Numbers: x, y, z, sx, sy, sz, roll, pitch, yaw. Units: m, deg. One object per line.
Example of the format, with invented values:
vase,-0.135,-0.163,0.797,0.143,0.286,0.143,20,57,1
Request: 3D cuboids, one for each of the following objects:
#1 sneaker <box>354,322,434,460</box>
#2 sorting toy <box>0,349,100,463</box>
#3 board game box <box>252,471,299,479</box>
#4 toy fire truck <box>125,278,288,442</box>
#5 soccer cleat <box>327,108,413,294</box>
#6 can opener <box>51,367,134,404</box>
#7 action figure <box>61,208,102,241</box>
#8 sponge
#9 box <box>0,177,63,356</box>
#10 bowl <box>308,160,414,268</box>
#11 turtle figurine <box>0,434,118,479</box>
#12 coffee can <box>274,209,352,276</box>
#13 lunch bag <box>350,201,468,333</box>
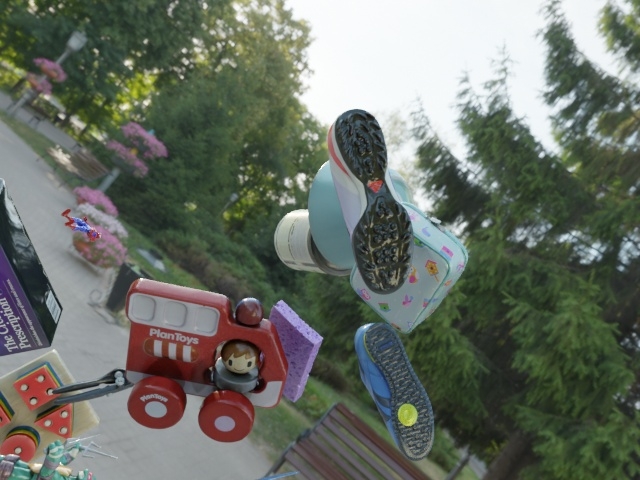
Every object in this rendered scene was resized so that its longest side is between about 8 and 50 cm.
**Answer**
sneaker,0.107,0.226,0.869,0.209,0.069,0.082,69,-24,12
sorting toy,-0.795,0.481,1.582,0.255,0.257,0.089,64,-12,-13
board game box,-0.112,0.371,0.831,0.169,0.133,0.033,8,62,-45
toy fire truck,-0.206,0.206,1.040,0.303,0.253,0.169,12,27,-5
soccer cleat,0.081,-0.064,0.997,0.116,0.109,0.317,168,-92,-78
can opener,-0.528,0.347,1.344,0.059,0.186,0.073,63,-34,20
action figure,-0.444,-0.024,1.079,0.038,0.030,0.115,57,-6,18
sponge,-0.067,0.230,1.166,0.117,0.031,0.210,38,-45,22
box,-0.533,0.055,0.861,0.103,0.185,0.261,-105,-173,-55
bowl,0.132,-0.077,1.505,0.163,0.311,0.311,0,-32,46
turtle figurine,-0.484,0.402,1.016,0.234,0.118,0.175,13,-28,-17
coffee can,0.000,0.000,1.748,0.202,0.201,0.275,40,-16,-21
lunch bag,0.192,0.056,1.308,0.224,0.108,0.279,43,-45,21
